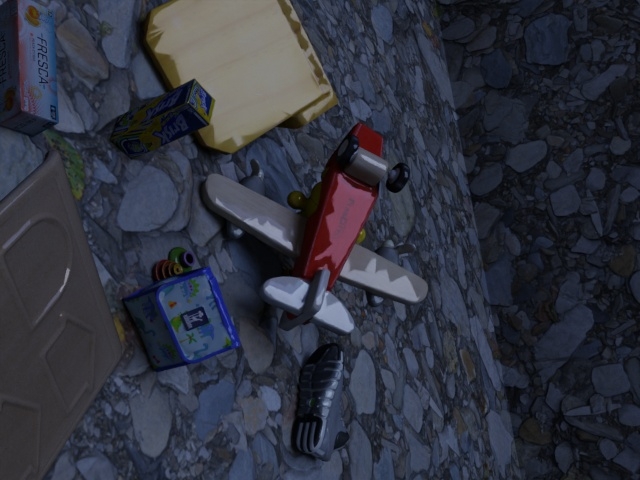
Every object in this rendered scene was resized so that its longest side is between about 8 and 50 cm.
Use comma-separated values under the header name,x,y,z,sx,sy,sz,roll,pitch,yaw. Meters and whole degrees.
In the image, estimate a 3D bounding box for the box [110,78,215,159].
name,x,y,z,sx,sy,sz,roll,pitch,yaw
box,-0.251,-0.191,1.083,0.054,0.168,0.059,44,39,-41

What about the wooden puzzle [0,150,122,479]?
name,x,y,z,sx,sy,sz,roll,pitch,yaw
wooden puzzle,-0.346,0.118,0.748,0.348,0.080,0.322,-74,165,-51

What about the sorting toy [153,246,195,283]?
name,x,y,z,sx,sy,sz,roll,pitch,yaw
sorting toy,-0.229,0.046,1.121,0.061,0.042,0.102,64,30,-15

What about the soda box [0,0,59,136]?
name,x,y,z,sx,sy,sz,roll,pitch,yaw
soda box,-0.411,-0.244,0.950,0.063,0.058,0.183,16,61,-56

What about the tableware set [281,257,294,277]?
name,x,y,z,sx,sy,sz,roll,pitch,yaw
tableware set,-0.035,0.111,1.439,0.154,0.024,0.104,49,36,-36

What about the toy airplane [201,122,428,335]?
name,x,y,z,sx,sy,sz,roll,pitch,yaw
toy airplane,0.000,0.000,1.337,0.384,0.272,0.387,-22,96,-21

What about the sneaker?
name,x,y,z,sx,sy,sz,roll,pitch,yaw
sneaker,0.016,0.330,1.362,0.132,0.086,0.229,51,45,-42

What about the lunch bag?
name,x,y,z,sx,sy,sz,roll,pitch,yaw
lunch bag,-0.201,0.115,1.019,0.096,0.151,0.129,-35,106,-60

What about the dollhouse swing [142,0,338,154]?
name,x,y,z,sx,sy,sz,roll,pitch,yaw
dollhouse swing,-0.187,-0.368,1.407,0.347,0.304,0.315,61,-11,-18
